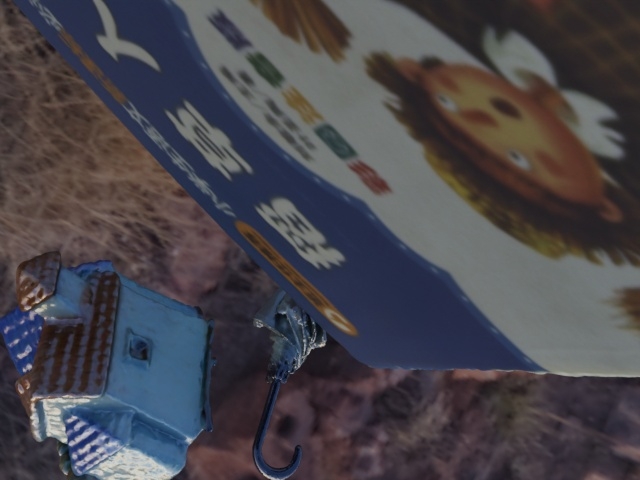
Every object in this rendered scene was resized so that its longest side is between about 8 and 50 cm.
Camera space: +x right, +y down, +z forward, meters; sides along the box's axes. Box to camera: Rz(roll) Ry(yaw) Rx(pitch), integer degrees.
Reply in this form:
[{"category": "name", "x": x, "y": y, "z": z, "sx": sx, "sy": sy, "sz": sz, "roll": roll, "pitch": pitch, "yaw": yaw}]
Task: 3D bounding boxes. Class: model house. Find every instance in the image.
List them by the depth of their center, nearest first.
[{"category": "model house", "x": -0.159, "y": 0.077, "z": 0.912, "sx": 0.148, "sy": 0.119, "sz": 0.148, "roll": 39, "pitch": 38, "yaw": -33}]

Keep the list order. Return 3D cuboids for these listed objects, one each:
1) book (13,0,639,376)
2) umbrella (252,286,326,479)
[{"category": "book", "x": 0.014, "y": -0.066, "z": 0.460, "sx": 0.300, "sy": 0.428, "sz": 0.039, "roll": 46, "pitch": 71, "yaw": -13}, {"category": "umbrella", "x": -0.005, "y": -0.001, "z": 0.765, "sx": 0.044, "sy": 0.044, "sz": 0.269, "roll": 20, "pitch": 65, "yaw": -19}]
